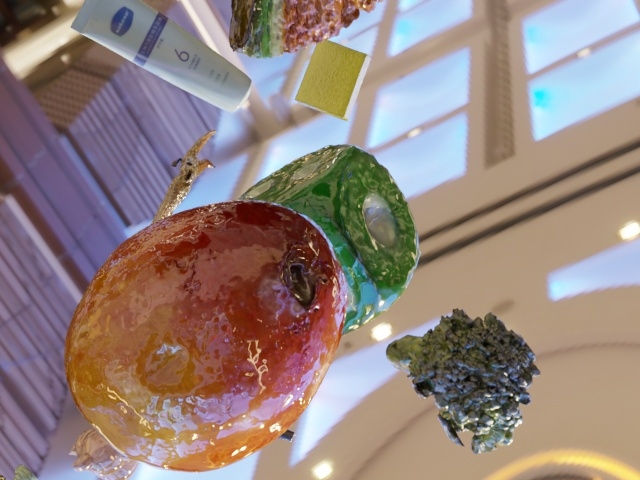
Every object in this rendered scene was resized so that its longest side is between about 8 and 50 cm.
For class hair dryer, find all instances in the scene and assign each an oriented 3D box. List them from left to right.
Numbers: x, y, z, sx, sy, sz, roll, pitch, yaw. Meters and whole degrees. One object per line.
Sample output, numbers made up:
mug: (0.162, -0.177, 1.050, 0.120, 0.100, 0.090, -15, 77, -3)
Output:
hair dryer: (-0.076, 0.306, 1.834, 0.079, 0.083, 0.031, 18, -119, 14)

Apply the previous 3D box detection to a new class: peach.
peach: (-0.105, 0.084, 1.102, 0.281, 0.281, 0.238, -27, -118, 10)

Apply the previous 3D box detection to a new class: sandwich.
sandwich: (-0.010, -0.274, 1.233, 0.109, 0.159, 0.185, -128, -126, -68)

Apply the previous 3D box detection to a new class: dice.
dice: (0.000, 0.000, 2.312, 0.300, 0.297, 0.287, -20, -157, 34)

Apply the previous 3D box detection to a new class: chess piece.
chess piece: (-0.482, 0.392, 1.810, 0.093, 0.042, 0.042, -45, -156, -23)

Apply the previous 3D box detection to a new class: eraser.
eraser: (0.022, -0.282, 2.048, 0.122, 0.097, 0.045, -70, 164, 4)

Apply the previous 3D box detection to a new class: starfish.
starfish: (-0.238, -0.076, 1.951, 0.138, 0.050, 0.247, 105, 11, -59)

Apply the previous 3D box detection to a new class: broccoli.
broccoli: (0.201, 0.201, 1.652, 0.177, 0.198, 0.275, -42, 180, -15)

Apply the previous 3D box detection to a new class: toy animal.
toy animal: (-0.296, 0.303, 1.663, 0.083, 0.089, 0.150, -43, 163, -6)

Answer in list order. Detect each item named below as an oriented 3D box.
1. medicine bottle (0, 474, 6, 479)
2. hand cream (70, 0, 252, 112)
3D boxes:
medicine bottle: (-0.515, 0.315, 1.525, 0.238, 0.124, 0.124, 19, -134, 26)
hand cream: (-0.258, -0.319, 1.984, 0.109, 0.320, 0.067, -65, -160, -14)
